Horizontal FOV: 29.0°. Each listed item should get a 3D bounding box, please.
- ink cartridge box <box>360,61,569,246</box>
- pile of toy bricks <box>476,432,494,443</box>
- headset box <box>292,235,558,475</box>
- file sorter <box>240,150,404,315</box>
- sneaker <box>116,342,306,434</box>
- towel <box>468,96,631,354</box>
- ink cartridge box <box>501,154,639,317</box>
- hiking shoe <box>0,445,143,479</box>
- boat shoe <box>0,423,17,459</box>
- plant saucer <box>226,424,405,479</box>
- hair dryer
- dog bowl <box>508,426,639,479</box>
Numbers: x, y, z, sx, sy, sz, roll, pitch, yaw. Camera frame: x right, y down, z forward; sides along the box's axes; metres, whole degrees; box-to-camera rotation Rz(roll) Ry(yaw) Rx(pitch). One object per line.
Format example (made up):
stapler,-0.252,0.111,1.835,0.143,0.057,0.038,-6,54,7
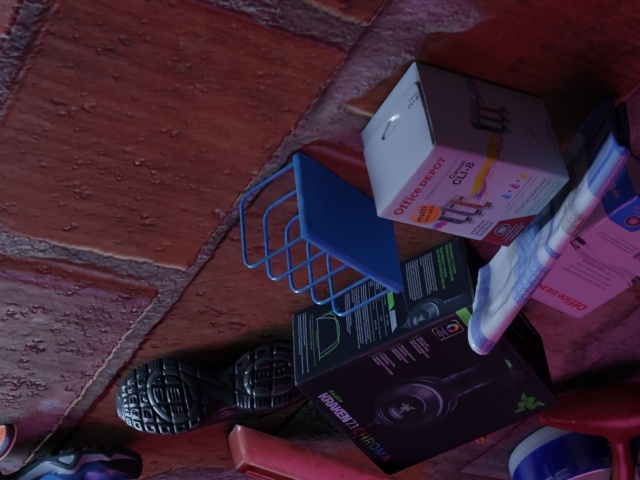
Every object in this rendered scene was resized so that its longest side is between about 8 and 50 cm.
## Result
ink cartridge box,0.154,-0.092,1.357,0.176,0.127,0.128,12,138,-25
pile of toy bricks,0.153,0.240,1.822,0.212,0.118,0.105,-11,117,28
headset box,0.146,0.155,1.638,0.283,0.131,0.246,-26,129,19
file sorter,0.000,0.000,1.452,0.104,0.118,0.170,-30,138,30
sneaker,-0.139,0.217,1.712,0.286,0.109,0.130,-7,162,9
towel,0.251,-0.020,1.375,0.034,0.209,0.285,31,115,-2
ink cartridge box,0.347,-0.004,1.547,0.148,0.086,0.203,25,131,-36
hiking shoe,-0.403,0.384,1.805,0.304,0.132,0.113,-12,166,-9
boat shoe,-0.488,0.297,1.778,0.137,0.049,0.043,-31,136,32
plant saucer,-0.014,0.338,1.786,0.259,0.048,0.258,18,165,-3
hair dryer,0.460,0.322,1.883,0.293,0.080,0.223,34,104,2
dog bowl,0.455,0.394,2.064,0.265,0.104,0.265,-6,143,-5
